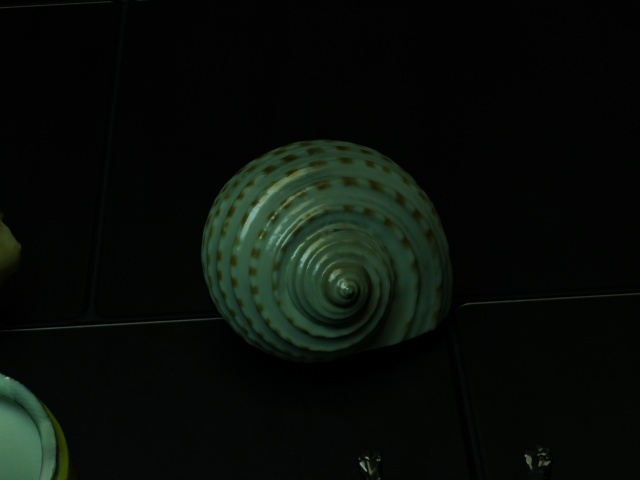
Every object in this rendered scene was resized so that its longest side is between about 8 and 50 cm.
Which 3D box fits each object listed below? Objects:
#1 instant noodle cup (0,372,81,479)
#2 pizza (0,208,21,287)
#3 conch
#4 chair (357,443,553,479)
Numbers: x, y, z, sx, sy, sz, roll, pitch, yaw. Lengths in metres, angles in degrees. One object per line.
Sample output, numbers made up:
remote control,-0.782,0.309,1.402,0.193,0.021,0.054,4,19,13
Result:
instant noodle cup,-0.172,0.191,0.748,0.215,0.236,0.215,-3,37,2
pizza,-0.413,0.017,1.116,0.408,0.114,0.278,-10,37,-12
conch,0.000,-0.008,1.108,0.172,0.131,0.200,-13,37,-13
chair,0.073,0.217,0.807,0.106,0.113,0.229,-3,32,3
